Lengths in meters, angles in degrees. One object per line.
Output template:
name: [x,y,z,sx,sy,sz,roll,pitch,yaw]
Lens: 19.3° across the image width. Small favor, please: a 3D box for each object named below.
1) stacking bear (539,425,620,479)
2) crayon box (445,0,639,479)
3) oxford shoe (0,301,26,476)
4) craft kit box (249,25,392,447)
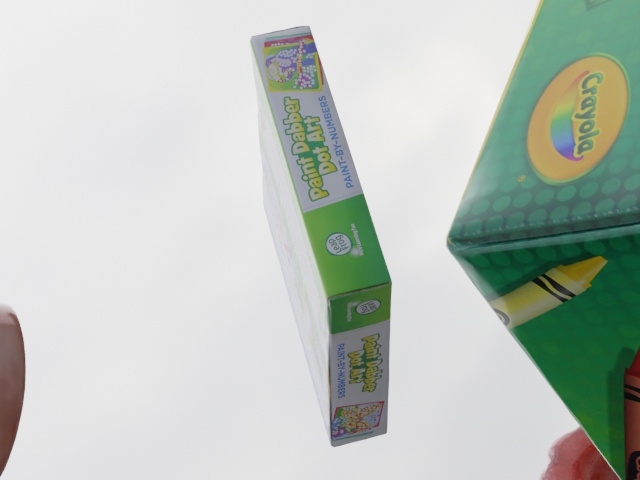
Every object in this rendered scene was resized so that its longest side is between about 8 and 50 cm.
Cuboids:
stacking bear: [0.200,0.203,0.776,0.175,0.164,0.289,-22,-49,-18]
crayon box: [0.144,-0.050,0.531,0.165,0.081,0.278,51,-134,-33]
oxford shoe: [-0.306,0.158,1.034,0.147,0.140,0.397,13,-51,-31]
craft kit box: [0.000,0.000,1.504,0.061,0.249,0.246,-14,-31,-4]
